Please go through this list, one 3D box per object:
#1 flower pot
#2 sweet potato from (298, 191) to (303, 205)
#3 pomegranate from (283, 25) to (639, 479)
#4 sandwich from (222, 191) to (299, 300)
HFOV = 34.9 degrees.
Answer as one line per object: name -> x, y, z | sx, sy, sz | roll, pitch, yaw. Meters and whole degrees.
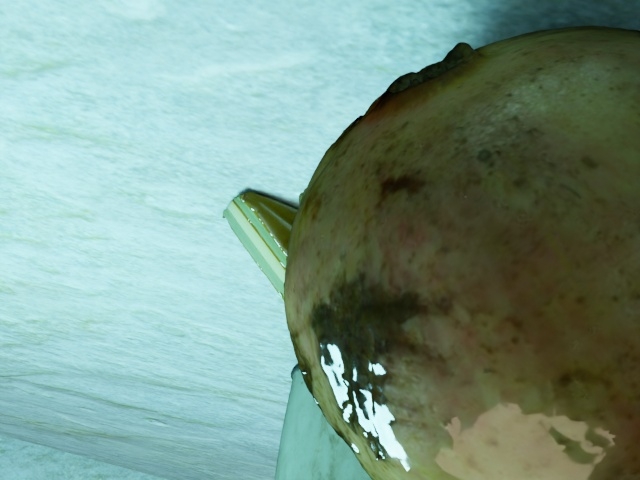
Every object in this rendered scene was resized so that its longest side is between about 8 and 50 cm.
flower pot -> 0.067, 0.354, 1.372 | 0.294, 0.330, 0.293 | 11, 155, 5
sweet potato -> 0.056, 0.002, 0.920 | 0.182, 0.054, 0.053 | 30, 144, -28
pomegranate -> 0.128, 0.019, 0.595 | 0.322, 0.322, 0.322 | 12, 157, 5
sandwich -> 0.000, 0.000, 0.995 | 0.163, 0.113, 0.079 | 52, 154, 1
